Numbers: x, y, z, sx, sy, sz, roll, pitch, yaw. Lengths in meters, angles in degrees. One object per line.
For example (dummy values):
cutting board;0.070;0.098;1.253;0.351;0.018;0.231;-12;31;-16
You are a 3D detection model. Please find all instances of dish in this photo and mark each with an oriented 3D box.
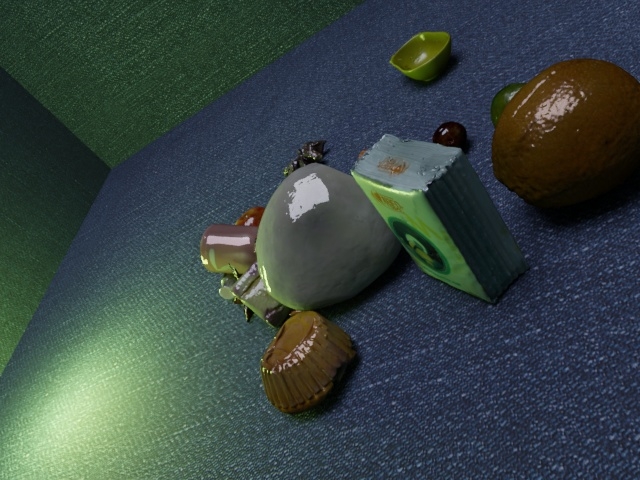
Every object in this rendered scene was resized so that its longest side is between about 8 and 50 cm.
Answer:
dish;0.404;-0.701;2.317;0.221;0.108;0.262;-42;33;-1

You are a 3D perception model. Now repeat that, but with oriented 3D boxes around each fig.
fig;0.572;-0.322;1.671;0.203;0.203;0.235;27;111;56
fig;0.407;-0.322;1.875;0.109;0.103;0.155;-26;6;14

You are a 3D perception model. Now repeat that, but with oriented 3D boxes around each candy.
candy;0.000;0.000;1.664;0.427;0.386;0.186;-52;-11;11

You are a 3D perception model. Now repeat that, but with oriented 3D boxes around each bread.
bread;-0.049;0.314;1.551;0.274;0.149;0.274;-32;27;18
bread;-0.098;0.092;1.836;0.187;0.155;0.338;40;82;16

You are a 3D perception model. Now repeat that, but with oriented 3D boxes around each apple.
apple;-0.234;-0.040;2.190;0.163;0.139;0.163;-33;18;12

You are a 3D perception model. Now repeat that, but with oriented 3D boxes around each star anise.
star anise;-0.055;-0.327;2.396;0.196;0.073;0.212;2;55;51
star anise;-0.247;0.159;1.958;0.158;0.144;0.140;-48;40;-12

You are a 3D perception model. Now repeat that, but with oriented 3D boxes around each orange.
orange;0.575;-0.240;1.391;0.357;0.322;0.322;-44;31;8

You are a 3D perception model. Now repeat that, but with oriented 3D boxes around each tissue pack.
tissue pack;0.280;-0.051;1.402;0.162;0.388;0.287;-47;32;-11

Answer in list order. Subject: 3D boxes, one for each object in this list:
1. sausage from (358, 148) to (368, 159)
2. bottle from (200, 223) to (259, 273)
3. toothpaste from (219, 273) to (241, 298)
sausage;0.218;-0.259;2.022;0.071;0.071;0.234;-47;32;-9
bottle;-0.251;0.031;2.018;0.296;0.206;0.173;5;79;22
toothpaste;-0.312;0.084;2.191;0.100;0.066;0.323;-31;29;25
